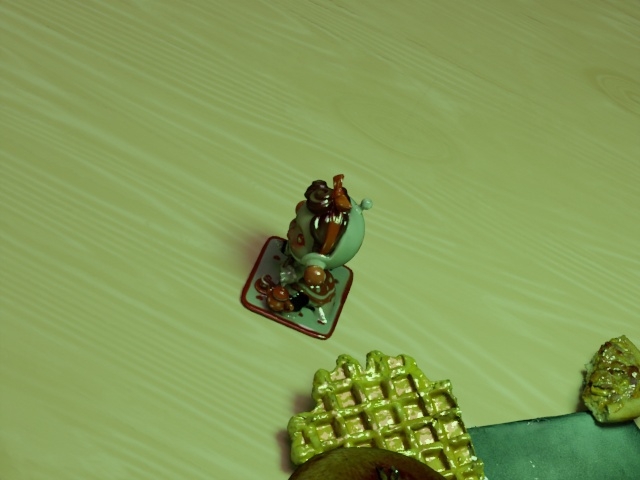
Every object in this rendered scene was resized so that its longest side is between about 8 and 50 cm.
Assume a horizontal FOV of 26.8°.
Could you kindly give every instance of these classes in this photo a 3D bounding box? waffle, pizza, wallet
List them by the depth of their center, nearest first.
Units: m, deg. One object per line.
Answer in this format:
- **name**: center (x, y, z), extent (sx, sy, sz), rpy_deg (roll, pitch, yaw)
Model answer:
- **waffle**: center (0.104, 0.296, 1.913), extent (0.307, 0.060, 0.311), rpy_deg (17, 55, 4)
- **wallet**: center (0.354, 0.343, 2.024), extent (0.379, 0.046, 0.190), rpy_deg (-4, 50, -29)
- **pizza**: center (0.484, 0.222, 2.169), extent (0.127, 0.058, 0.246), rpy_deg (26, 28, 18)

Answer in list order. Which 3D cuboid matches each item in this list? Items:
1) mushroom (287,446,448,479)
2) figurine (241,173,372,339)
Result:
- **mushroom**: center (0.057, 0.421, 1.660), extent (0.345, 0.260, 0.345), rpy_deg (40, 30, -29)
- **figurine**: center (0.000, 0.000, 2.087), extent (0.160, 0.226, 0.183), rpy_deg (24, 41, -2)
